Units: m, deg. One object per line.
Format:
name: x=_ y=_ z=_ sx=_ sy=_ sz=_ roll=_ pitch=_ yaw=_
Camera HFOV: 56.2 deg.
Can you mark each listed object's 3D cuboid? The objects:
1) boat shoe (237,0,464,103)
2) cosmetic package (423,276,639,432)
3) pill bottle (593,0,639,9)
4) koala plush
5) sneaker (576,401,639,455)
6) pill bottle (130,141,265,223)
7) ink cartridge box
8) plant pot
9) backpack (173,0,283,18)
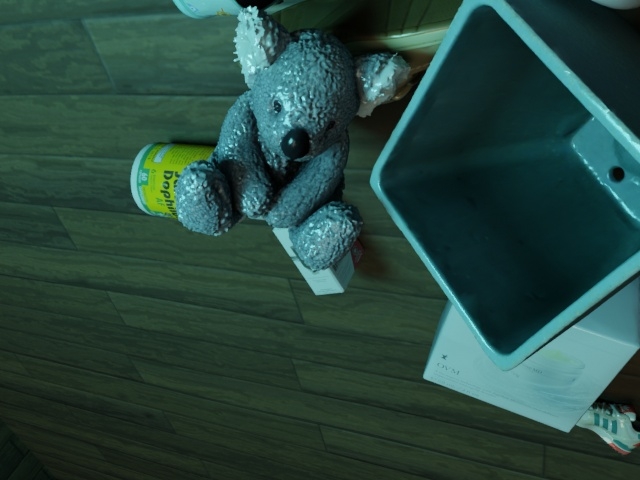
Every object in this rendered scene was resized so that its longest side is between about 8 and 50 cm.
boat shoe: x=0.064 y=-0.216 z=0.660 sx=0.341 sy=0.121 sz=0.110 roll=3 pitch=150 yaw=39
cosmetic package: x=0.289 y=0.126 z=0.847 sx=0.224 sy=0.138 sz=0.224 roll=19 pitch=135 yaw=11
pill bottle: x=0.267 y=-0.319 z=0.417 sx=0.152 sy=0.152 sz=0.272 roll=31 pitch=139 yaw=-2
koala plush: x=-0.027 y=-0.123 z=0.615 sx=0.196 sy=0.203 sz=0.221 roll=16 pitch=140 yaw=-6
sneaker: x=0.462 y=0.279 z=0.972 sx=0.161 sy=0.057 sz=0.075 roll=35 pitch=121 yaw=-4
pill bottle: x=-0.167 y=-0.084 z=0.901 sx=0.208 sy=0.117 sz=0.117 roll=8 pitch=134 yaw=22
ink cartridge box: x=0.000 y=0.000 z=0.906 sx=0.056 sy=0.099 sz=0.135 roll=-10 pitch=124 yaw=36
plant pot: x=0.247 y=-0.070 z=0.570 sx=0.247 sy=0.252 sz=0.248 roll=59 pitch=147 yaw=24
backpack: x=-0.090 y=-0.310 z=0.589 sx=0.144 sy=0.188 sz=0.165 roll=7 pitch=134 yaw=22
